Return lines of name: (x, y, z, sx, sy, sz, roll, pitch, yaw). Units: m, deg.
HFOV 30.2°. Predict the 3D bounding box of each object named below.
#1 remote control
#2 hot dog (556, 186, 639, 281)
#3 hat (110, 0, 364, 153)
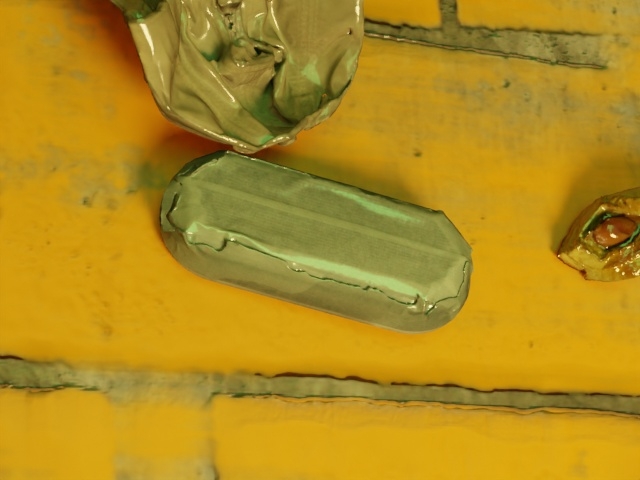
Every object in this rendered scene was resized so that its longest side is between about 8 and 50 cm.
remote control: (0.000, 0.000, 0.902, 0.247, 0.052, 0.104, 15, 62, -7)
hot dog: (0.276, -0.013, 0.979, 0.168, 0.061, 0.078, -13, 71, -21)
hat: (-0.092, -0.182, 0.944, 0.214, 0.149, 0.244, -20, 37, -30)
